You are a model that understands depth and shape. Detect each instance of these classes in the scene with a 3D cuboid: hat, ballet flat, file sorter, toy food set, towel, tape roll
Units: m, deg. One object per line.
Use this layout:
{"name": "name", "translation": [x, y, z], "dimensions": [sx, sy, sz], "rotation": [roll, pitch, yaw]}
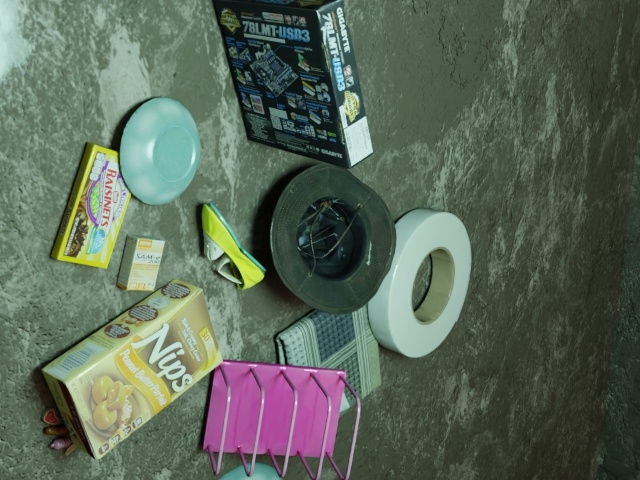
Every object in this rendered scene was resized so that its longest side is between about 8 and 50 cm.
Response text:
{"name": "hat", "translation": [0.000, 0.000, 1.744], "dimensions": [0.331, 0.134, 0.332], "rotation": [1, 89, -36]}
{"name": "ballet flat", "translation": [-0.187, 0.023, 1.607], "dimensions": [0.077, 0.077, 0.231], "rotation": [-40, 135, -6]}
{"name": "file sorter", "translation": [-0.080, 0.382, 1.676], "dimensions": [0.290, 0.182, 0.202], "rotation": [7, 98, -15]}
{"name": "toy food set", "translation": [-0.469, 0.343, 1.472], "dimensions": [0.078, 0.019, 0.122], "rotation": [-44, 132, -26]}
{"name": "towel", "translation": [0.024, 0.294, 1.958], "dimensions": [0.312, 0.056, 0.324], "rotation": [-30, 123, -39]}
{"name": "tape roll", "translation": [0.264, 0.110, 2.082], "dimensions": [0.392, 0.072, 0.392], "rotation": [-19, 115, -47]}

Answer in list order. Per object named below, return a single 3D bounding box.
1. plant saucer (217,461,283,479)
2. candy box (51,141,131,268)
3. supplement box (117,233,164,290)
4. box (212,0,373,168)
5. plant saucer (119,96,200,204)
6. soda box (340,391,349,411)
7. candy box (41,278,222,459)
{"name": "plant saucer", "translation": [-0.187, 0.676, 1.882], "dimensions": [0.317, 0.043, 0.318], "rotation": [-20, 119, -40]}
{"name": "candy box", "translation": [-0.386, -0.058, 1.396], "dimensions": [0.105, 0.027, 0.206], "rotation": [15, 94, -52]}
{"name": "supplement box", "translation": [-0.331, 0.041, 1.485], "dimensions": [0.062, 0.036, 0.099], "rotation": [5, 101, -48]}
{"name": "box", "translation": [-0.052, -0.296, 1.452], "dimensions": [0.073, 0.295, 0.294], "rotation": [-34, 126, -32]}
{"name": "plant saucer", "translation": [-0.273, -0.157, 1.445], "dimensions": [0.195, 0.037, 0.195], "rotation": [-24, 120, -50]}
{"name": "soda box", "translation": [-0.049, 0.384, 1.824], "dimensions": [0.216, 0.074, 0.069], "rotation": [-26, 120, -8]}
{"name": "candy box", "translation": [-0.339, 0.232, 1.501], "dimensions": [0.316, 0.087, 0.183], "rotation": [-36, 129, -36]}
